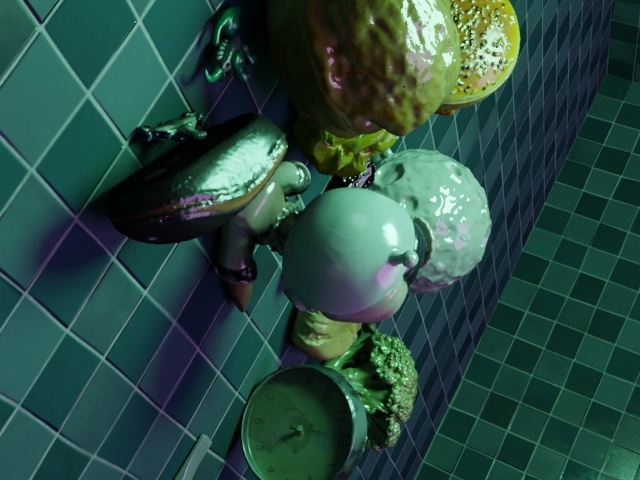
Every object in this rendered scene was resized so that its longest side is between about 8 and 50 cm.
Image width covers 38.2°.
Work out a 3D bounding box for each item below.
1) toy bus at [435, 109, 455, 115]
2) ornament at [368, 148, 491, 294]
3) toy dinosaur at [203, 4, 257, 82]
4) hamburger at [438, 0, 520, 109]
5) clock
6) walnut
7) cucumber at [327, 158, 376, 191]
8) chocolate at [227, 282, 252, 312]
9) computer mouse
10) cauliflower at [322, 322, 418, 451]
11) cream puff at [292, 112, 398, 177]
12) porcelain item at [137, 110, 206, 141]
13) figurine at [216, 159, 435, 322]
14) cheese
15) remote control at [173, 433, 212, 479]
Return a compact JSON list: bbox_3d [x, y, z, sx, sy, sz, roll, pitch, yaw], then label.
[{"bbox_3d":[0.326,-0.420,2.190,0.329,0.153,0.143,-44,145,-46],"label":"toy bus"},{"bbox_3d":[0.228,-0.039,2.097,0.337,0.337,0.337,-47,149,-41],"label":"ornament"},{"bbox_3d":[-0.145,-0.288,1.398,0.132,0.059,0.096,-66,150,-28],"label":"toy dinosaur"},{"bbox_3d":[0.263,-0.415,1.901,0.300,0.300,0.176,-63,172,-15],"label":"hamburger"},{"bbox_3d":[-0.039,0.393,1.918,0.055,0.281,0.280,29,83,-61],"label":"clock"},{"bbox_3d":[0.061,-0.335,1.488,0.306,0.306,0.344,-48,124,-40],"label":"walnut"},{"bbox_3d":[0.019,-0.041,1.935,0.072,0.081,0.303,36,77,-21],"label":"cucumber"},{"bbox_3d":[-0.152,0.084,1.715,0.100,0.031,0.064,77,29,-53],"label":"chocolate"},{"bbox_3d":[-0.171,-0.083,1.344,0.323,0.183,0.116,-43,122,-45],"label":"computer mouse"},{"bbox_3d":[0.098,0.354,2.285,0.260,0.281,0.327,92,-4,-63],"label":"cauliflower"},{"bbox_3d":[0.048,-0.203,1.745,0.221,0.195,0.194,-15,123,-57],"label":"cream puff"},{"bbox_3d":[-0.198,-0.161,1.349,0.136,0.075,0.021,-32,134,-54],"label":"porcelain item"},{"bbox_3d":[-0.004,0.009,1.581,0.253,0.361,0.211,-64,168,-2],"label":"figurine"},{"bbox_3d":[0.022,0.166,2.077,0.226,0.117,0.214,1,112,-60],"label":"cheese"},{"bbox_3d":[-0.263,0.465,1.798,0.184,0.027,0.050,-60,156,-22],"label":"remote control"}]
